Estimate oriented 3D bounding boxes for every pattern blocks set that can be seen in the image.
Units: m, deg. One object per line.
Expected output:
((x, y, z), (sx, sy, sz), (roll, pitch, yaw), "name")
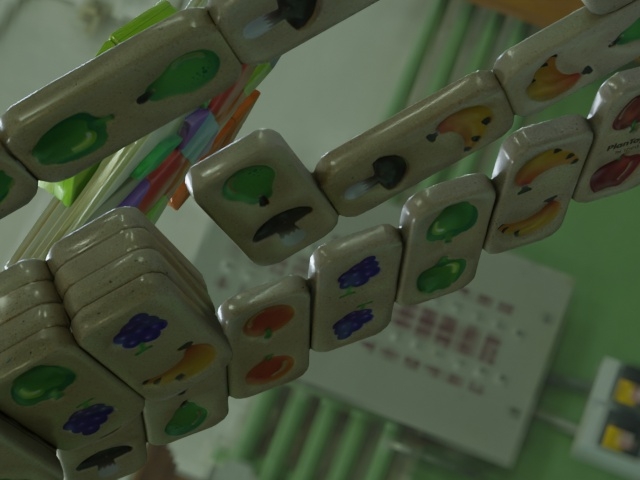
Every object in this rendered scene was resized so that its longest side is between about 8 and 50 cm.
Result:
((-0.064, -0.054, 0.768), (0.325, 0.026, 0.285), (-55, -5, 12), "pattern blocks set")

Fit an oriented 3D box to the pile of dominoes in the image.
((0.000, 0.000, 0.477), (0.251, 0.040, 0.196), (-29, -29, 5), "pile of dominoes")
